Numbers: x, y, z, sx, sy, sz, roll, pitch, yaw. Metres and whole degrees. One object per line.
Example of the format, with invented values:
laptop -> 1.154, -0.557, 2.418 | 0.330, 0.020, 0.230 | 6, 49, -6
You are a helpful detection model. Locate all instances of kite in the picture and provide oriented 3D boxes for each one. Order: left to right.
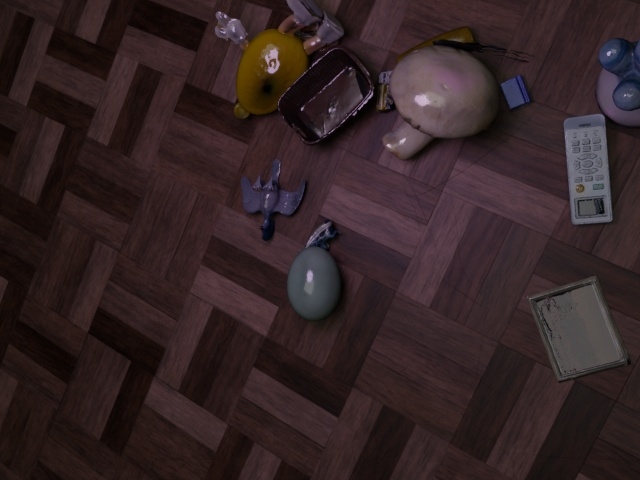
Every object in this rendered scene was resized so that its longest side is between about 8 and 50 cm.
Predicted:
kite -> 0.454, -0.532, 1.719 | 0.286, 0.152, 0.015 | 11, 102, -1

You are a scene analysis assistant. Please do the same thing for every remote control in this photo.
remote control -> 0.726, -0.192, 1.678 | 0.103, 0.051, 0.293 | -4, 90, 22

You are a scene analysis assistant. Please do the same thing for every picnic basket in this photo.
picnic basket -> 0.034, -0.437, 1.915 | 0.297, 0.129, 0.222 | -40, 77, 17

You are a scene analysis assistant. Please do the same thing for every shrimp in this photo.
shrimp -> -0.023, -0.657, 1.988 | 0.190, 0.042, 0.101 | 17, 106, 20

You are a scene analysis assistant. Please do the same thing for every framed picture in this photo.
framed picture -> 0.703, 0.244, 1.693 | 0.197, 0.014, 0.252 | -21, 81, 19

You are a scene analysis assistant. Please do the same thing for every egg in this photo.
egg -> -0.020, 0.132, 1.899 | 0.168, 0.168, 0.230 | -3, 85, 22

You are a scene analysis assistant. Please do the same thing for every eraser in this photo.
eraser -> 0.556, -0.420, 1.762 | 0.063, 0.027, 0.084 | -21, 80, 19

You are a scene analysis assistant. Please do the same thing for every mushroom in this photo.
mushroom -> 0.312, -0.402, 1.721 | 0.356, 0.315, 0.314 | -11, 84, 21

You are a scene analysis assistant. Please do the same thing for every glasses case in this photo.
glasses case -> 0.339, -0.561, 1.833 | 0.234, 0.064, 0.079 | -21, 89, 18

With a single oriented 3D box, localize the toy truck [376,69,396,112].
toy truck -> 0.204, -0.455, 1.890 | 0.063, 0.052, 0.123 | 5, 92, 28

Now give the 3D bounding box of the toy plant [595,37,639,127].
toy plant -> 0.799, -0.417, 1.505 | 0.247, 0.332, 0.247 | -2, 86, 23

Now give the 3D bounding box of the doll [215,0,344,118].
doll -> -0.131, -0.587, 1.919 | 0.424, 0.161, 0.348 | -16, 121, 13

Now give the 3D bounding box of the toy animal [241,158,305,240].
toy animal -> -0.169, -0.138, 2.018 | 0.239, 0.176, 0.255 | 9, 58, 18

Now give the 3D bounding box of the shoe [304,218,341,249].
shoe -> 0.000, 0.000, 1.957 | 0.071, 0.064, 0.143 | 42, 109, -1
